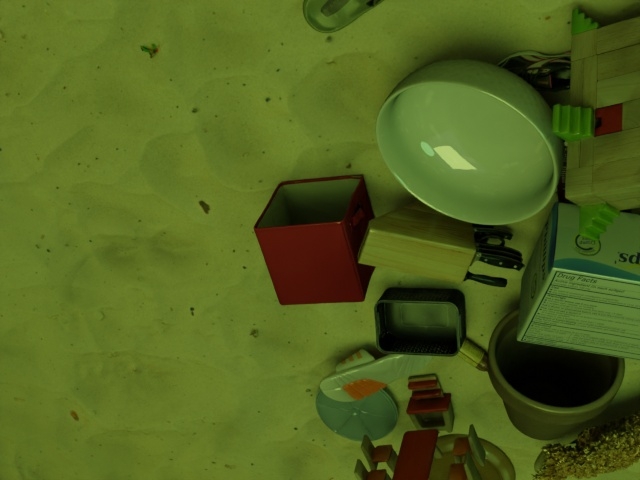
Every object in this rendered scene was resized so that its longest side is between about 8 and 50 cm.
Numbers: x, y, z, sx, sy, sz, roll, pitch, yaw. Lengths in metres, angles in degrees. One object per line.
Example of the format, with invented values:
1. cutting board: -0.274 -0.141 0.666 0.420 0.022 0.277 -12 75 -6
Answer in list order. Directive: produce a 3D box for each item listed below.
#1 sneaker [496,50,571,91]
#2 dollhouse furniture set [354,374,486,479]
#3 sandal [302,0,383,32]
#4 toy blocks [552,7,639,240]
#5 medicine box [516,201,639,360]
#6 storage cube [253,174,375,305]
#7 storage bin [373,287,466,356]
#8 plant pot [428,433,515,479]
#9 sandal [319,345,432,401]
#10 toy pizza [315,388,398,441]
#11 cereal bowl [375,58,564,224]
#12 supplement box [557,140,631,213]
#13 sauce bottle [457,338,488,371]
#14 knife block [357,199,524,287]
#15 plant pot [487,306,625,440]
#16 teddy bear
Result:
1. sneaker: 0.386 -0.291 1.626 0.178 0.077 0.072 -7 118 24
2. dollhouse furniture set: 0.220 0.436 2.050 0.262 0.259 0.135 -11 121 24
3. sandal: 0.083 -0.457 1.613 0.120 0.086 0.303 42 125 -11
4. toy blocks: 0.528 -0.207 1.458 0.260 0.382 0.190 -9 159 44
5. medicine box: 0.522 0.083 1.705 0.263 0.149 0.289 9 148 3
6. storage cube: 0.000 0.000 1.885 0.214 0.184 0.193 -5 122 21
7. storage bin: 0.212 0.172 1.970 0.180 0.084 0.122 1 107 19
8. plant pot: 0.347 0.562 2.233 0.236 0.032 0.236 9 125 14
9. sandal: 0.125 0.284 2.106 0.265 0.076 0.102 -22 130 7
10. toy pizza: 0.087 0.397 2.211 0.201 0.032 0.201 8 124 12
11. cereal bowl: 0.278 -0.191 1.662 0.338 0.141 0.339 22 145 17
12. supplement box: 0.503 -0.100 1.715 0.130 0.073 0.240 -1 122 19
13. sauce bottle: 0.341 0.257 2.026 0.128 0.042 0.042 36 126 -6
14. knife block: 0.243 0.026 1.791 0.242 0.275 0.088 39 131 28
15. plant pot: 0.469 0.291 1.904 0.263 0.263 0.229 10 143 13
16. teddy bear: 0.604 0.446 1.948 0.337 0.113 0.245 -18 153 1
